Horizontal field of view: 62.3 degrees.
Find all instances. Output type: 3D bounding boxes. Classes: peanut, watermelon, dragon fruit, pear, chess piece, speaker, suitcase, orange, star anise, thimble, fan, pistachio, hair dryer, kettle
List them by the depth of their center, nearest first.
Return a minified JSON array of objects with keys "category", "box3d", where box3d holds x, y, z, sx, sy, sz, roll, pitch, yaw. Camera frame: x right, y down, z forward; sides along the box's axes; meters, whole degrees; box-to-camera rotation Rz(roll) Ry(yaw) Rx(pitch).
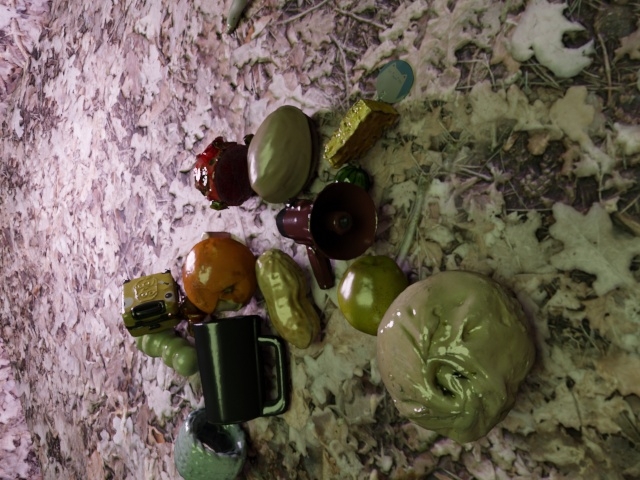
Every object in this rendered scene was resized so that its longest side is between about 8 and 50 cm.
[{"category":"pear","box3d":[0.129,0.137,1.312,0.198,0.198,0.198,-2,88,39]},{"category":"fan","box3d":[0.174,-0.399,1.407,0.175,0.005,0.113,-44,63,28]},{"category":"watermelon","box3d":[0.086,-0.156,1.415,0.109,0.109,0.108,-2,88,39]},{"category":"speaker","box3d":[0.018,-0.016,1.431,0.198,0.259,0.329,-49,15,-18]},{"category":"peanut","box3d":[-0.095,0.167,1.527,0.147,0.147,0.305,-26,76,36]},{"category":"pistachio","box3d":[-0.108,-0.245,1.538,0.197,0.166,0.287,24,101,13]},{"category":"orange","box3d":[-0.304,0.107,1.633,0.240,0.240,0.239,-2,88,39]},{"category":"kettle","box3d":[-0.246,0.388,1.638,0.203,0.262,0.307,158,105,-73]},{"category":"thimble","box3d":[-0.348,0.664,1.671,0.250,0.205,0.171,40,114,28]},{"category":"dragon fruit","box3d":[-0.303,-0.218,1.679,0.147,0.211,0.282,8,67,33]},{"category":"hair dryer","box3d":[-0.260,-0.878,1.734,0.298,0.119,0.295,-28,65,49]},{"category":"star anise","box3d":[-0.424,0.255,1.787,0.111,0.196,0.212,-15,111,7]},{"category":"suitcase","box3d":[-0.590,0.223,1.858,0.234,0.194,0.143,-117,16,-51]},{"category":"chess piece","box3d":[-0.519,0.390,1.878,0.251,0.144,0.144,25,104,30]}]

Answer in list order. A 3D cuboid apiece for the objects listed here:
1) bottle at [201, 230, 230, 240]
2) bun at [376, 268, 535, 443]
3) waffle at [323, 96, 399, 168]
[{"category":"bottle","box3d":[-0.348,-0.009,1.763,0.045,0.096,0.045,0,90,39]},{"category":"bun","box3d":[0.274,0.242,1.125,0.326,0.234,0.361,19,105,20]},{"category":"waffle","box3d":[0.092,-0.269,1.375,0.055,0.160,0.211,52,123,17]}]
